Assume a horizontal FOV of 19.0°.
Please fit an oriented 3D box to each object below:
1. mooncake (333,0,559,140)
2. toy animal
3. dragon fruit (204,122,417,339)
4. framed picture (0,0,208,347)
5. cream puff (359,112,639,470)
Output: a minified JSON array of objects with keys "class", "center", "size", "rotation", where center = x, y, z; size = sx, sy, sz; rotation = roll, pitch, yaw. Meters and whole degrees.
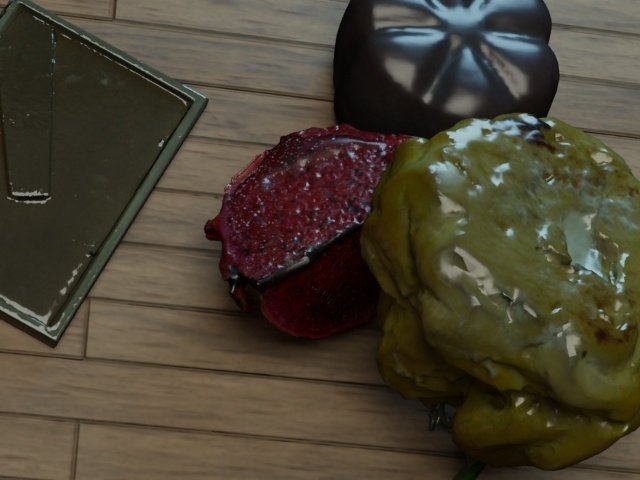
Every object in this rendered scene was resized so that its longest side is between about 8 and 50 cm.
[{"class":"mooncake","center":[0.129,-0.179,1.976],"size":[0.245,0.133,0.244],"rotation":[7,58,-11]},{"class":"toy animal","center":[0.129,0.203,1.855],"size":[0.075,0.041,0.217],"rotation":[34,68,-2]},{"class":"dragon fruit","center":[0.000,0.000,1.864],"size":[0.262,0.163,0.189],"rotation":[-31,110,-26]},{"class":"framed picture","center":[-0.284,-0.076,1.898],"size":[0.232,0.024,0.315],"rotation":[29,65,1]},{"class":"cream puff","center":[0.169,0.059,1.777],"size":[0.324,0.257,0.291],"rotation":[31,41,-4]}]
